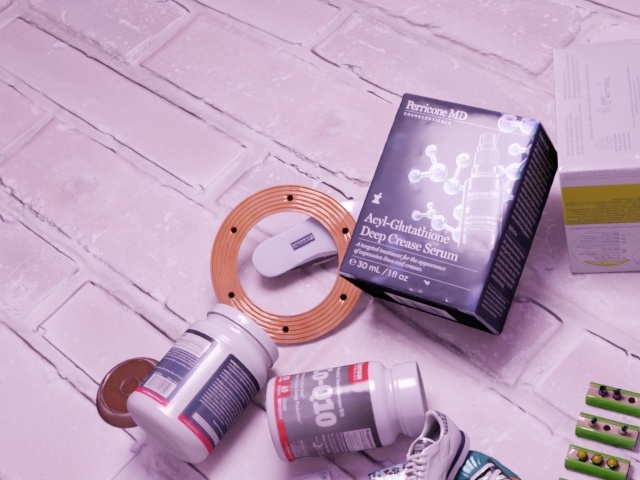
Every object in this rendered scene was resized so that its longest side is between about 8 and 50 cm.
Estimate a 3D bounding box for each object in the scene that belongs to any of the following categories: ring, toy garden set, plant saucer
[{"bbox_3d":[-0.067,0.049,2.132,0.337,0.032,0.336,-1,84,10],"label":"ring"},{"bbox_3d":[0.542,0.368,1.778,0.204,0.049,0.244,12,57,25],"label":"toy garden set"},{"bbox_3d":[-0.394,0.310,2.117,0.168,0.029,0.168,-8,52,11],"label":"plant saucer"}]

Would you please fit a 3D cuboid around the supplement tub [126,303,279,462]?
[{"bbox_3d":[-0.227,0.279,1.985,0.191,0.191,0.272,25,63,31],"label":"supplement tub"}]

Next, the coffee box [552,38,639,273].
[{"bbox_3d":[0.643,-0.164,1.986,0.338,0.334,0.337,-4,53,16],"label":"coffee box"}]

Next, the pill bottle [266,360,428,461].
[{"bbox_3d":[0.053,0.313,1.894,0.283,0.161,0.161,-11,50,8],"label":"pill bottle"}]

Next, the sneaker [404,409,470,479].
[{"bbox_3d":[0.178,0.412,1.767,0.090,0.095,0.235,-5,50,41],"label":"sneaker"}]

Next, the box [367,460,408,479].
[{"bbox_3d":[0.164,0.448,1.841,0.137,0.027,0.094,-19,51,1],"label":"box"}]

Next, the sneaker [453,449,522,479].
[{"bbox_3d":[0.330,0.452,1.726,0.108,0.121,0.302,-37,50,-13],"label":"sneaker"}]

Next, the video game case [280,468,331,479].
[{"bbox_3d":[-0.048,0.504,1.865,0.157,0.019,0.143,-15,50,5],"label":"video game case"}]

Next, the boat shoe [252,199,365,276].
[{"bbox_3d":[0.000,0.000,2.197,0.301,0.102,0.108,-26,83,5],"label":"boat shoe"}]

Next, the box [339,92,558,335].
[{"bbox_3d":[0.261,-0.053,2.010,0.293,0.212,0.395,16,80,27],"label":"box"}]
